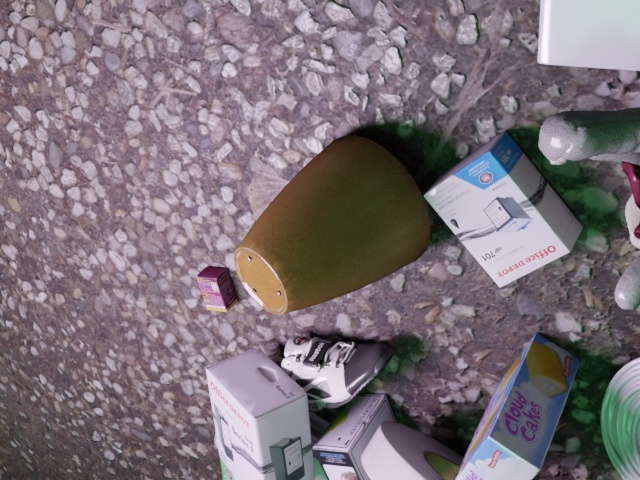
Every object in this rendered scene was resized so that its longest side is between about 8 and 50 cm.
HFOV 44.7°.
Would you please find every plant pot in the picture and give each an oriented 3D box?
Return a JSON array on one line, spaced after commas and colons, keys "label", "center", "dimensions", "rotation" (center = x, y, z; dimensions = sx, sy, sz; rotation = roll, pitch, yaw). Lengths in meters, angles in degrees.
[{"label": "plant pot", "center": [0.000, 0.000, 1.210], "dimensions": [0.237, 0.254, 0.237], "rotation": [34, 144, 29]}]

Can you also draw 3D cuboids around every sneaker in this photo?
[{"label": "sneaker", "center": [0.001, 0.241, 1.497], "dimensions": [0.146, 0.122, 0.330], "rotation": [52, 135, -5]}]

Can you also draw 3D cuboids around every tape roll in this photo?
[{"label": "tape roll", "center": [0.249, 0.452, 1.340], "dimensions": [0.392, 0.392, 0.072], "rotation": [33, 92, 9]}]

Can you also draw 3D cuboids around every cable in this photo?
[{"label": "cable", "center": [0.544, 0.291, 1.155], "dimensions": [0.257, 0.089, 0.257], "rotation": [27, 119, 50]}]

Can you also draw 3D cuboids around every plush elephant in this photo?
[{"label": "plush elephant", "center": [0.443, -0.024, 0.941], "dimensions": [0.272, 0.330, 0.255], "rotation": [44, 144, 51]}]

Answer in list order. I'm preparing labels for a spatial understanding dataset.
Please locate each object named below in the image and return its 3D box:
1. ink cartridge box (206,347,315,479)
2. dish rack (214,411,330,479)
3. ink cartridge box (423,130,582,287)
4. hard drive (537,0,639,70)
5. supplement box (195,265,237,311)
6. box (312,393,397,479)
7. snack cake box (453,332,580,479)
[{"label": "ink cartridge box", "center": [-0.116, 0.391, 1.539], "dimensions": [0.211, 0.121, 0.289], "rotation": [29, 131, 51]}, {"label": "dish rack", "center": [-0.094, 0.469, 1.748], "dimensions": [0.333, 0.072, 0.285], "rotation": [31, 132, 12]}, {"label": "ink cartridge box", "center": [0.273, -0.044, 1.169], "dimensions": [0.190, 0.082, 0.139], "rotation": [50, 132, -4]}, {"label": "hard drive", "center": [0.382, -0.375, 0.905], "dimensions": [0.233, 0.047, 0.353], "rotation": [11, 124, 26]}, {"label": "supplement box", "center": [-0.212, 0.099, 1.589], "dimensions": [0.055, 0.043, 0.083], "rotation": [4, 123, 30]}, {"label": "box", "center": [0.108, 0.470, 1.558], "dimensions": [0.087, 0.169, 0.290], "rotation": [-6, 118, 37]}, {"label": "snack cake box", "center": [0.313, 0.290, 1.242], "dimensions": [0.089, 0.264, 0.152], "rotation": [32, 131, 10]}]
